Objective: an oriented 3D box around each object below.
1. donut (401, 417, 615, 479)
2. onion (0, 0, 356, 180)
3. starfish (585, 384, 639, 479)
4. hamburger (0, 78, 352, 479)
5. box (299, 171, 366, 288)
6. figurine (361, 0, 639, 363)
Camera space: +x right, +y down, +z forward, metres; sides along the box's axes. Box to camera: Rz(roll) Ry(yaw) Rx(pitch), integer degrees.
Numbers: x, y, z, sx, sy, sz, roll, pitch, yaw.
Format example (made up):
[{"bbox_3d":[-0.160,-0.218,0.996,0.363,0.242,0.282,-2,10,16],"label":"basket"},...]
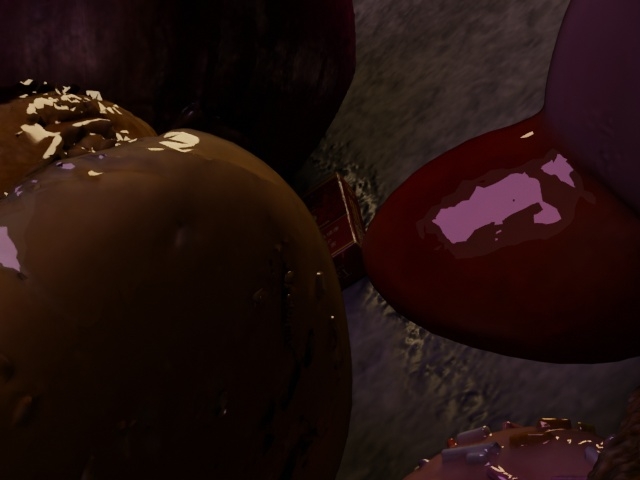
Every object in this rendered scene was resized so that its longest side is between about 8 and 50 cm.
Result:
[{"bbox_3d":[0.053,0.128,0.519,0.166,0.065,0.117,-46,31,-13],"label":"donut"},{"bbox_3d":[-0.150,-0.078,0.847,0.348,0.348,0.385,15,99,56],"label":"onion"},{"bbox_3d":[0.050,0.108,0.404,0.277,0.062,0.236,-30,12,34],"label":"starfish"},{"bbox_3d":[-0.116,0.099,0.535,0.174,0.284,0.304,19,60,23],"label":"hamburger"},{"bbox_3d":[0.000,0.000,0.794,0.051,0.023,0.082,-33,30,12],"label":"box"},{"bbox_3d":[0.192,-0.062,0.484,0.270,0.211,0.261,-33,-25,-45],"label":"figurine"}]
